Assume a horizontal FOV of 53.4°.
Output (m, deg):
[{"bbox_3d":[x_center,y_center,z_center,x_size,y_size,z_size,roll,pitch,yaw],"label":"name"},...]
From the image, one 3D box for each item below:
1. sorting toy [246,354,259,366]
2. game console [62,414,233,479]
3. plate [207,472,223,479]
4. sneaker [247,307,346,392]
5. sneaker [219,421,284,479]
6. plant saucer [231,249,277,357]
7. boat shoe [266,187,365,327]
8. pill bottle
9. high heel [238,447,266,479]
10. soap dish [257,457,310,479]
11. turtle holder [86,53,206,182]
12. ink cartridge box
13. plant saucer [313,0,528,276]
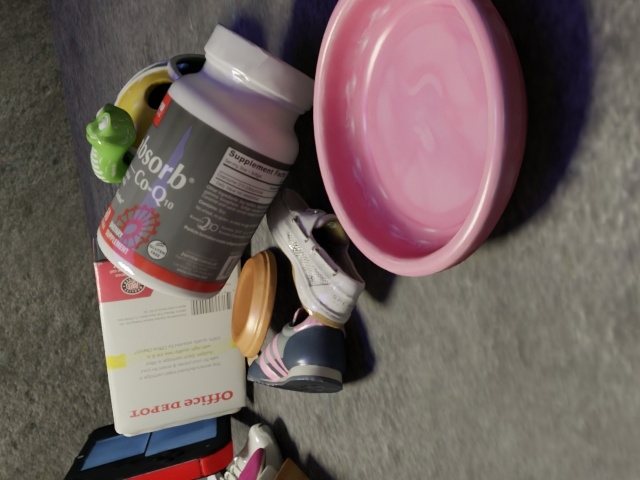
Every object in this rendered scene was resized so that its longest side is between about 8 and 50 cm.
[{"bbox_3d":[-0.145,0.229,1.338,0.062,0.012,0.083,-47,58,53],"label":"sorting toy"},{"bbox_3d":[-0.358,0.436,1.368,0.386,0.341,0.060,-169,71,-81],"label":"game console"},{"bbox_3d":[-0.220,0.754,1.609,0.277,0.045,0.278,39,132,51],"label":"plate"},{"bbox_3d":[-0.036,0.184,1.060,0.319,0.112,0.131,153,129,-63],"label":"sneaker"},{"bbox_3d":[-0.145,0.497,1.300,0.111,0.129,0.297,-126,39,-53],"label":"sneaker"},{"bbox_3d":[-0.127,0.113,1.167,0.200,0.037,0.200,-168,90,-73],"label":"plant saucer"},{"bbox_3d":[0.000,0.000,0.933,0.096,0.098,0.277,-51,42,22],"label":"boat shoe"},{"bbox_3d":[-0.160,-0.112,0.939,0.363,0.210,0.210,-59,41,12],"label":"pill bottle"},{"bbox_3d":[-0.185,0.495,1.188,0.082,0.117,0.244,57,-129,-77],"label":"high heel"},{"bbox_3d":[-0.100,0.562,1.091,0.118,0.229,0.291,18,105,11],"label":"soap dish"},{"bbox_3d":[-0.267,-0.205,1.113,0.227,0.320,0.243,-55,48,35],"label":"turtle holder"},{"bbox_3d":[-0.313,0.180,1.336,0.160,0.279,0.385,-140,47,-61],"label":"ink cartridge box"},{"bbox_3d":[0.105,-0.130,0.694,0.332,0.084,0.333,29,124,56],"label":"plant saucer"}]
